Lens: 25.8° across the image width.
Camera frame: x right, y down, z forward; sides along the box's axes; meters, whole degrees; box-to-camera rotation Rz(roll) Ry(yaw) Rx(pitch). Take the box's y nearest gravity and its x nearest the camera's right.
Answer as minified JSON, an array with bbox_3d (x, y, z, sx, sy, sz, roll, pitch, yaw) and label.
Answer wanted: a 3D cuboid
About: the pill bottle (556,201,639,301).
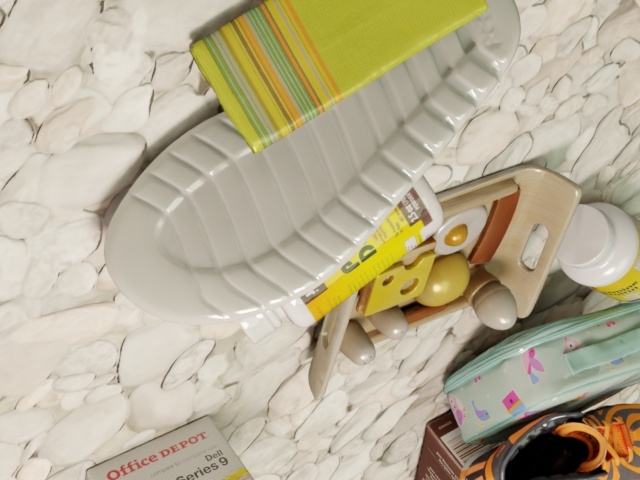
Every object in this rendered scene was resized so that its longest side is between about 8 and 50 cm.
[{"bbox_3d":[0.347,0.011,1.697,0.103,0.103,0.184,-48,148,14],"label":"pill bottle"}]

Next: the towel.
[{"bbox_3d":[0.017,-0.172,1.135,0.237,0.021,0.102,-33,104,-12],"label":"towel"}]

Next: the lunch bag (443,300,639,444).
[{"bbox_3d":[0.315,0.161,1.795,0.279,0.107,0.224,-14,162,-32],"label":"lunch bag"}]

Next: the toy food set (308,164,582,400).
[{"bbox_3d":[0.135,0.053,1.537,0.306,0.092,0.219,-20,144,-30],"label":"toy food set"}]

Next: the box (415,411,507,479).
[{"bbox_3d":[0.247,0.332,1.941,0.167,0.168,0.203,-25,147,-23],"label":"box"}]

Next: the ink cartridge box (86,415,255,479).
[{"bbox_3d":[-0.132,0.310,1.472,0.154,0.212,0.093,-21,141,-26],"label":"ink cartridge box"}]

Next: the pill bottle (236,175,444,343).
[{"bbox_3d":[0.000,0.000,1.301,0.215,0.117,0.117,-37,149,-4],"label":"pill bottle"}]

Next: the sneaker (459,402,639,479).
[{"bbox_3d":[0.344,0.269,1.756,0.321,0.124,0.180,-16,164,-22],"label":"sneaker"}]

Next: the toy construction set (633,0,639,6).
[{"bbox_3d":[0.423,-0.314,1.205,0.215,0.151,0.327,1,142,-44],"label":"toy construction set"}]

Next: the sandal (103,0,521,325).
[{"bbox_3d":[0.003,-0.073,1.211,0.416,0.169,0.102,-37,-178,-2],"label":"sandal"}]
